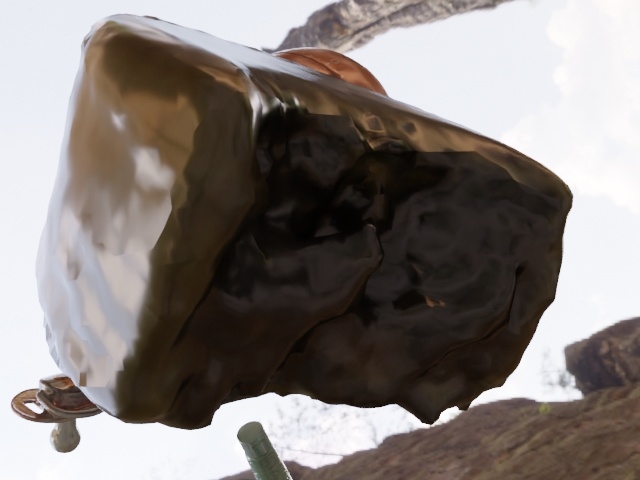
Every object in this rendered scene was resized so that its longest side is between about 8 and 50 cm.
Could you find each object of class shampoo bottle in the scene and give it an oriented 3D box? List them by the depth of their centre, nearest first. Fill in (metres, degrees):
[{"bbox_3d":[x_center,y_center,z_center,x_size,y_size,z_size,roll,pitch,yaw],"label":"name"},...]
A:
[{"bbox_3d":[-0.058,0.305,0.975,0.069,0.041,0.191,-104,-5,-59],"label":"shampoo bottle"}]

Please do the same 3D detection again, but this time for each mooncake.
[{"bbox_3d":[0.000,0.000,0.583,0.394,0.246,0.393,23,-160,-3],"label":"mooncake"}]

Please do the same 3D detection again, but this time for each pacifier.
[{"bbox_3d":[-0.230,0.160,0.702,0.099,0.081,0.078,-7,-68,-49],"label":"pacifier"}]

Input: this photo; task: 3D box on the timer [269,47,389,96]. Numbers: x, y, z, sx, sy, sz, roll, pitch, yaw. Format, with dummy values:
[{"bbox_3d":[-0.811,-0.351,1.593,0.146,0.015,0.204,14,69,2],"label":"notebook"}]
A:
[{"bbox_3d":[-0.020,-0.118,0.934,0.215,0.229,0.230,-37,-73,-48],"label":"timer"}]
